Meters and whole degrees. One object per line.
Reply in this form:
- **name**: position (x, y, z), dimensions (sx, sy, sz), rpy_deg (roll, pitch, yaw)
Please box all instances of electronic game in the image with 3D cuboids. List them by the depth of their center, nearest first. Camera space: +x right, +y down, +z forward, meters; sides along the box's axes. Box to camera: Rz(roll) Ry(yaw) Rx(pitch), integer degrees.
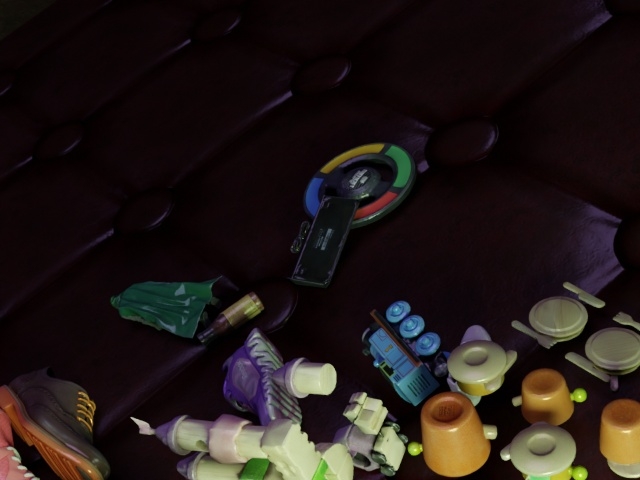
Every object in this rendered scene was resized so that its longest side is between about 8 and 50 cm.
- **electronic game**: position (0.073, -0.104, 2.190), dimensions (0.229, 0.048, 0.229), rpy_deg (-17, 39, 14)

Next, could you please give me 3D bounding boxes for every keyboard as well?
- **keyboard**: position (0.000, 0.000, 2.103), dimensions (0.108, 0.023, 0.180), rpy_deg (8, 65, 30)

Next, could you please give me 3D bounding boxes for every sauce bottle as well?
- **sauce bottle**: position (-0.161, 0.141, 2.060), dimensions (0.128, 0.042, 0.042), rpy_deg (-33, 37, -10)

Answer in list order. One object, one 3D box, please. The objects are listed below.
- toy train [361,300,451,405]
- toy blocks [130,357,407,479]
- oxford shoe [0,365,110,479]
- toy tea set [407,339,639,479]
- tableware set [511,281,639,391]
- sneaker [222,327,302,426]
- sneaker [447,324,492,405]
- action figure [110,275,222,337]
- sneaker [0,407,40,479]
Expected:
- **toy train**: position (0.131, 0.171, 1.815), dimensions (0.105, 0.080, 0.184), rpy_deg (-38, 38, -3)
- **toy blocks**: position (-0.086, 0.323, 1.610), dimensions (0.260, 0.289, 0.309), rpy_deg (-2, 46, 35)
- **oxford shoe**: position (-0.440, 0.307, 1.982), dimensions (0.132, 0.130, 0.363), rpy_deg (-38, 38, -21)
- **toy tea set**: position (0.289, 0.270, 1.584), dimensions (0.336, 0.124, 0.200), rpy_deg (18, 48, 38)
- **tableware set**: position (0.392, 0.146, 1.710), dimensions (0.128, 0.039, 0.194), rpy_deg (-33, 42, -24)
- **sneaker**: position (-0.104, 0.247, 1.872), dimensions (0.104, 0.095, 0.236), rpy_deg (-33, 32, 5)
- **sneaker**: position (0.226, 0.180, 1.755), dimensions (0.053, 0.061, 0.152), rpy_deg (-9, 40, 27)
- **action figure**: position (-0.298, 0.120, 2.154), dimensions (0.232, 0.063, 0.137), rpy_deg (4, 50, 31)
- **sneaker**: position (-0.498, 0.414, 1.891), dimensions (0.136, 0.116, 0.314), rpy_deg (-12, 59, 1)
